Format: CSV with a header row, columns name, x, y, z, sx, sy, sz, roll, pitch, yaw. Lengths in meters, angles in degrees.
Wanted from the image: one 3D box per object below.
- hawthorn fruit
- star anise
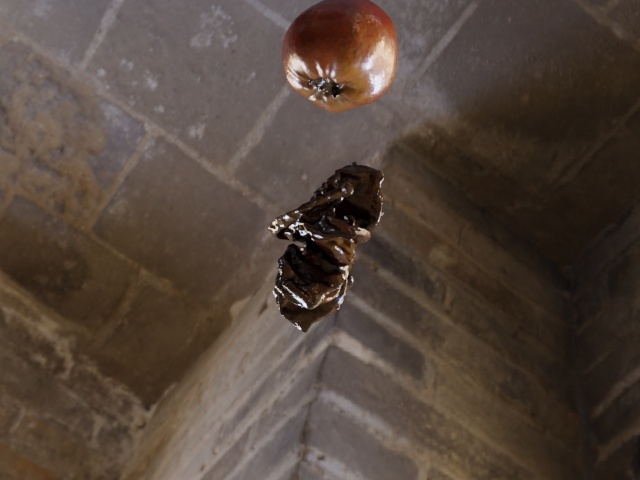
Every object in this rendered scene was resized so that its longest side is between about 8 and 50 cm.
name,x,y,z,sx,sy,sz,roll,pitch,yaw
hawthorn fruit,0.038,-0.327,1.375,0.197,0.225,0.196,13,148,8
star anise,0.000,0.000,1.052,0.126,0.190,0.220,25,110,11
